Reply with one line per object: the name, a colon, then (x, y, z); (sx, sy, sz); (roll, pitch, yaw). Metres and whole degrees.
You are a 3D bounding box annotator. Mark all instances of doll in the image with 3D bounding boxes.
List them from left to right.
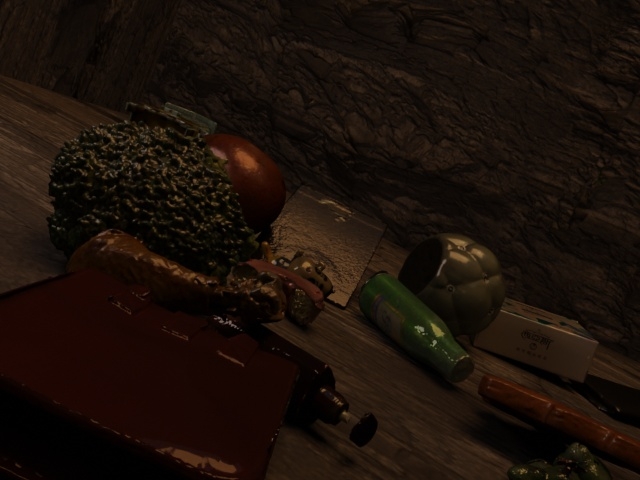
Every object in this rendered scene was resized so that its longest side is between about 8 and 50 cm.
doll: (-0.052, 0.062, 1.147); (0.179, 0.102, 0.089); (25, -31, 11)
doll: (0.308, 0.298, 0.745); (0.150, 0.078, 0.115); (5, 7, -34)

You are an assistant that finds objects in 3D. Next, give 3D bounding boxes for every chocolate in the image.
chocolate: (0.179, 0.165, 1.113); (0.110, 0.110, 0.291); (19, 12, -32)

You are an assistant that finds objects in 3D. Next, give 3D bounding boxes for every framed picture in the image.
framed picture: (0.000, 0.000, 1.341); (0.244, 0.013, 0.324); (26, 40, 7)

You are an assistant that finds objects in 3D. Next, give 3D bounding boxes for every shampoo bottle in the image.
shampoo bottle: (-0.038, 0.149, 0.664); (0.236, 0.067, 0.068); (28, -12, 31)

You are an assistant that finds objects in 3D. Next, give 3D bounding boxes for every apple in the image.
apple: (-0.195, -0.111, 1.294); (0.253, 0.254, 0.253); (24, 8, -4)

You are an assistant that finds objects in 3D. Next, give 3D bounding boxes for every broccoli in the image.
broccoli: (-0.225, -0.040, 0.829); (0.259, 0.235, 0.288); (7, 55, -60)

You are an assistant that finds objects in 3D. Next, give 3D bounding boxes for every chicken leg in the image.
chicken leg: (-0.163, 0.055, 0.669); (0.251, 0.107, 0.087); (7, 28, 2)

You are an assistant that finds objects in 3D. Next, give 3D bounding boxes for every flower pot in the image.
flower pot: (0.303, 0.105, 1.369); (0.195, 0.246, 0.246); (29, 6, -17)

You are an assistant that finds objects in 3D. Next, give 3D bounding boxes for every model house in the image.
model house: (-0.407, -0.239, 1.569); (0.198, 0.224, 0.215); (24, 12, 12)

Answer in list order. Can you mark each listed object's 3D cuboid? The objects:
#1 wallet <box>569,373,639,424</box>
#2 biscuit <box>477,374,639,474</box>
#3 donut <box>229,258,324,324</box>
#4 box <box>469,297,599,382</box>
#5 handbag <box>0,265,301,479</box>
wallet: (0.794, 0.413, 1.466); (0.377, 0.051, 0.197); (20, 11, -19)
biscuit: (0.376, 0.273, 0.852); (0.306, 0.043, 0.284); (16, -15, 48)
donut: (-0.068, 0.085, 1.006); (0.166, 0.065, 0.117); (27, 10, 9)
box: (0.521, 0.233, 1.497); (0.274, 0.116, 0.203); (18, 8, 7)
handbag: (-0.152, 0.117, 0.499); (0.260, 0.084, 0.275); (24, 8, -1)
